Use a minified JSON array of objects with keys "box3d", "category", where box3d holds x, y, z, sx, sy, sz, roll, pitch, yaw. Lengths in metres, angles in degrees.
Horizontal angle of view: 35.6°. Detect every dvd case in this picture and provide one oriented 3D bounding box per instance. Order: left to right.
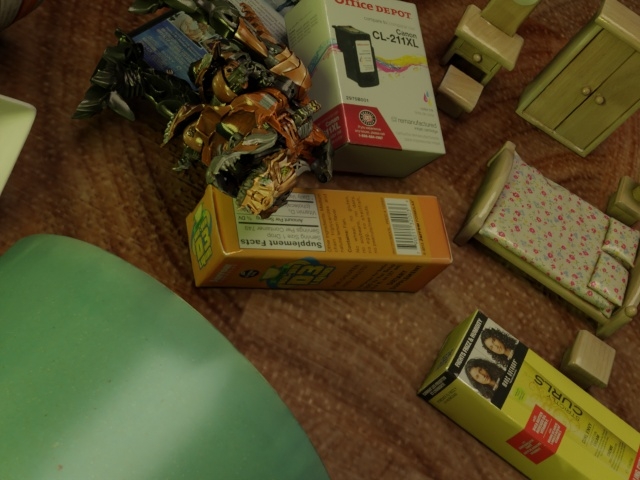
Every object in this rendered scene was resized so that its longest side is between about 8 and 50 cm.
[{"box3d":[-0.062,-0.193,1.038,0.180,0.022,0.253,44,51,5],"category":"dvd case"}]

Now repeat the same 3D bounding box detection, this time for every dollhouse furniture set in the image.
[{"box3d":[0.245,-0.084,1.034,0.303,0.174,0.355,32,51,-6],"category":"dollhouse furniture set"}]

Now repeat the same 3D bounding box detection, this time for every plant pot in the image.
[{"box3d":[-0.171,0.182,0.584,0.293,0.293,0.235,43,57,3],"category":"plant pot"}]

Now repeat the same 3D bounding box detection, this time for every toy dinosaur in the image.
[{"box3d":[-0.086,-0.133,0.892,0.218,0.164,0.322,26,10,-17],"category":"toy dinosaur"}]

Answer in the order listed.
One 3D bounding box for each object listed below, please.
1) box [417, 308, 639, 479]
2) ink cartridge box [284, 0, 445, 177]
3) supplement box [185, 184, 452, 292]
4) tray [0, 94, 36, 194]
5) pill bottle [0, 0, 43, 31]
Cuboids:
[{"box3d":[0.208,0.172,0.926,0.232,0.058,0.087,39,50,-2],"category":"box"},{"box3d":[0.043,-0.160,1.012,0.128,0.072,0.175,2,70,-34],"category":"ink cartridge box"},{"box3d":[0.000,0.000,0.913,0.234,0.078,0.080,4,62,-25],"category":"supplement box"},{"box3d":[-0.322,-0.061,0.678,0.030,0.145,0.270,31,8,26],"category":"tray"},{"box3d":[-0.401,-0.186,0.722,0.224,0.224,0.392,41,50,1],"category":"pill bottle"}]
